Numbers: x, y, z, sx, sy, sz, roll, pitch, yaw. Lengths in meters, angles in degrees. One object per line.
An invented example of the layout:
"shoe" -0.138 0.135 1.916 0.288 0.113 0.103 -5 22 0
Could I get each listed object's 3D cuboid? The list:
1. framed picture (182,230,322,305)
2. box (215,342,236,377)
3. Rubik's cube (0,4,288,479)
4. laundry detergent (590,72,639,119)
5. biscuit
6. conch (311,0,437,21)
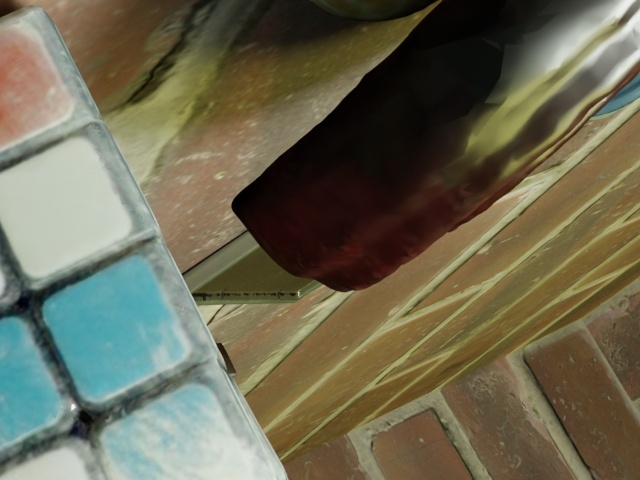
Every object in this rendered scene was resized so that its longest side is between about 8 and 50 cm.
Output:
"framed picture" 0.000 0.000 1.353 0.211 0.020 0.289 -33 166 17
"box" -0.257 0.211 1.539 0.325 0.047 0.180 -35 166 21
"Rubik's cube" -0.180 0.081 0.723 0.256 0.259 0.253 -28 166 -7
"laundry detergent" 0.221 -0.161 1.075 0.143 0.094 0.290 -35 171 -4
"biscuit" 0.129 -0.121 0.740 0.407 0.091 0.407 -41 -178 1
"conch" 0.030 -0.155 0.645 0.116 0.106 0.173 -41 177 38
